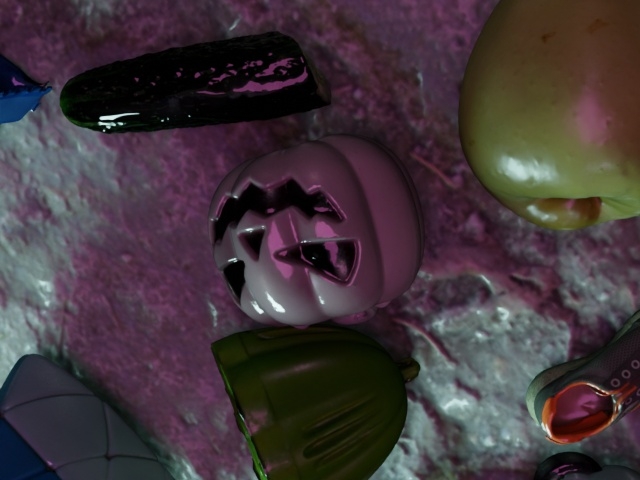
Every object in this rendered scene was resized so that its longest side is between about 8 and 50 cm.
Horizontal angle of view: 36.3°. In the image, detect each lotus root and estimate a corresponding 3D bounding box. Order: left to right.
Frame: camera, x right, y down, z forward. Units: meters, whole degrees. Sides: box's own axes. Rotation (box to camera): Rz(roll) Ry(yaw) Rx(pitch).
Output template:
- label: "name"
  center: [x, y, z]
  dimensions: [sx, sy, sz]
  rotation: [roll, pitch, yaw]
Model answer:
- label: "lotus root"
  center: [0.011, 0.141, 0.851]
  dimensions: [0.186, 0.186, 0.186]
  rotation: [2, 103, 9]

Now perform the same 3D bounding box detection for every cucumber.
- label: "cucumber"
  center: [-0.114, -0.131, 0.841]
  dimensions: [0.241, 0.074, 0.074]
  rotation: [-6, 102, 11]

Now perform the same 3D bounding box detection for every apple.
- label: "apple"
  center: [0.197, -0.103, 0.741]
  dimensions: [0.200, 0.200, 0.200]
  rotation: [2, 103, 9]

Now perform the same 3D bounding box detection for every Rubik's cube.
- label: "Rubik's cube"
  center: [-0.239, 0.281, 0.927]
  dimensions: [0.254, 0.254, 0.254]
  rotation: [2, 103, 9]

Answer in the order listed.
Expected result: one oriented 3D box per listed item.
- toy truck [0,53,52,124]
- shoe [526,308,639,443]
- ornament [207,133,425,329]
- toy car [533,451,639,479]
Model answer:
- label: "toy truck"
  center: [-0.358, -0.120, 0.862]
  dimensions: [0.208, 0.113, 0.126]
  rotation: [-23, 97, 12]
- label: "shoe"
  center: [0.266, 0.115, 0.834]
  dimensions: [0.194, 0.077, 0.074]
  rotation: [-33, 96, 15]
- label: "ornament"
  center: [0.000, 0.000, 0.800]
  dimensions: [0.177, 0.177, 0.178]
  rotation: [2, 103, 9]
- label: "toy car"
  center: [0.215, 0.337, 0.852]
  dimensions: [0.270, 0.180, 0.212]
  rotation: [-33, 107, 15]
